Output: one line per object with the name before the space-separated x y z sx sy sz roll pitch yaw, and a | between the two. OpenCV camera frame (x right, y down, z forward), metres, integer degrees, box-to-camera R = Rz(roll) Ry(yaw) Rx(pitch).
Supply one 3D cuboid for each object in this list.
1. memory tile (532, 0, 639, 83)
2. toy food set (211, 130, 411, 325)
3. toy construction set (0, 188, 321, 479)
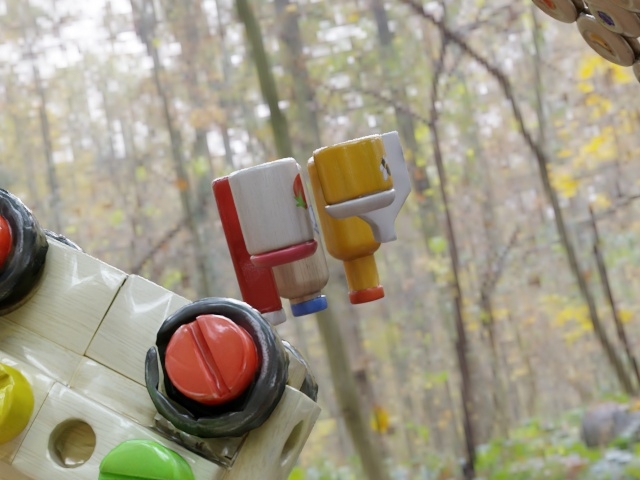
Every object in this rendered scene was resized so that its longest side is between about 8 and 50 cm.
memory tile | 0.153 -0.098 0.680 0.012 0.148 0.113 -49 -13 -5
toy food set | 0.000 0.000 0.865 0.111 0.104 0.232 -15 3 -6
toy construction set | -0.117 0.104 0.525 0.328 0.215 0.151 27 -10 3
